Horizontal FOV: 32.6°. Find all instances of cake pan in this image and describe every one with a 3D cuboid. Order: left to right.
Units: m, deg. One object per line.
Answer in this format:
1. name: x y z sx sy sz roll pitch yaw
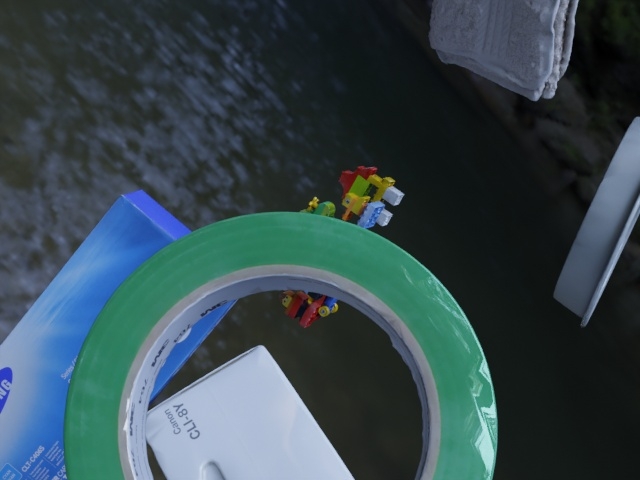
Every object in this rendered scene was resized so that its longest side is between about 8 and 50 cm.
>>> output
1. cake pan: 0.373 -0.032 1.389 0.054 0.293 0.293 25 13 15

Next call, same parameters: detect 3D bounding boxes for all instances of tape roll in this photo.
1. tape roll: -0.029 0.142 0.836 0.321 0.321 0.077 53 -6 10

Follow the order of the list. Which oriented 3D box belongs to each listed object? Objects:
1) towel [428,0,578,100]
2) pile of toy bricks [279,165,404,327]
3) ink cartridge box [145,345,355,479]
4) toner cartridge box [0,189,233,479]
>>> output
1. towel: 0.196 -0.302 1.162 0.049 0.282 0.187 -21 37 -33
2. pile of toy bricks: 0.000 0.000 1.371 0.105 0.212 0.118 36 22 18
3. ink cartridge box: -0.020 0.337 1.209 0.279 0.160 0.384 51 -11 36
4. toner cartridge box: -0.250 0.129 1.191 0.165 0.348 0.075 40 9 1
